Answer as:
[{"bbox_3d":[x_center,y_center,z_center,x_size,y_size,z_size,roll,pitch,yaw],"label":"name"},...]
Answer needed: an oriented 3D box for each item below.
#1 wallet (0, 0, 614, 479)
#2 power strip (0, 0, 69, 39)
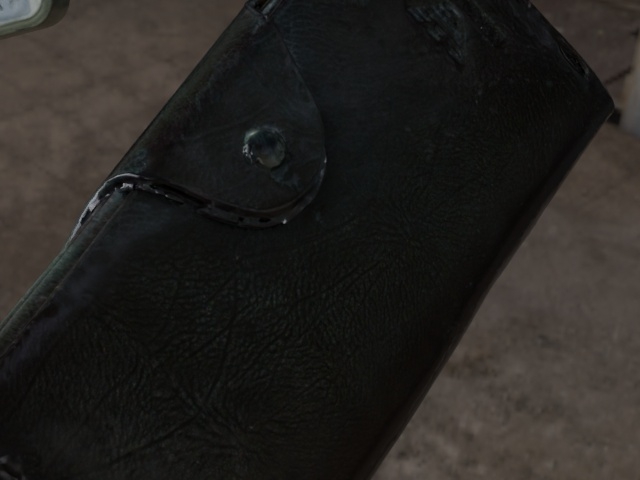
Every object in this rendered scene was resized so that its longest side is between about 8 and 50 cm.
[{"bbox_3d":[0.000,0.000,0.552,0.045,0.172,0.318,-3,45,56],"label":"wallet"},{"bbox_3d":[-0.248,-0.140,0.780,0.227,0.080,0.029,-12,8,14],"label":"power strip"}]
